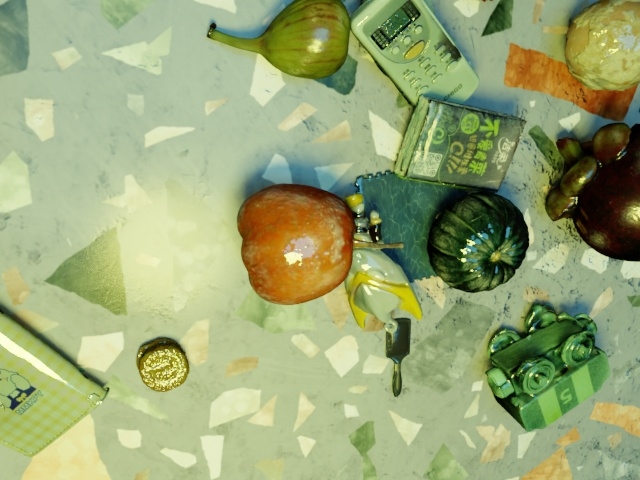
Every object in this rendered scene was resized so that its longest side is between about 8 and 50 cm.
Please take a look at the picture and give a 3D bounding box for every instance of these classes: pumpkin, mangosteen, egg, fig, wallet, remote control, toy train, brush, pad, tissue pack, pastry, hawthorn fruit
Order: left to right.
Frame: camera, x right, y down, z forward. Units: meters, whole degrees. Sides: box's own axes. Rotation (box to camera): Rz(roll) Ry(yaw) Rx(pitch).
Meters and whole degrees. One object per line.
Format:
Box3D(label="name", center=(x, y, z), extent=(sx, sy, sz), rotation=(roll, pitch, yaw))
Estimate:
Box3D(label="wallet", center=(-0.591, 0.260, 1.001), extent=(0.223, 0.077, 0.309), rotation=(-41, 113, -1))
Box3D(label="pastry", center=(-0.318, 0.252, 1.087), extent=(0.109, 0.057, 0.097), rotation=(40, 88, -21))
Box3D(label="fig", center=(-0.074, -0.368, 0.976), extent=(0.259, 0.151, 0.151), rotation=(-5, 104, -11))
Box3D(label="hawthorn fruit", center=(-0.041, -0.005, 1.004), extent=(0.263, 0.235, 0.231), rotation=(-37, 78, 21))
Box3D(label="brush", center=(0.182, 0.275, 1.259), extent=(0.063, 0.016, 0.193), rotation=(-3, 103, -15))
Box3D(label="pad", center=(0.215, -0.034, 1.202), extent=(0.269, 0.012, 0.269), rotation=(-14, 106, -13))
Box3D(label="remote control", center=(0.190, -0.361, 1.055), extent=(0.140, 0.056, 0.296), rotation=(-38, 126, 19))
Box3D(label="tissue pack", center=(0.290, -0.197, 1.125), extent=(0.235, 0.073, 0.173), rotation=(5, 117, -19))
Box3D(label="pumpkin", center=(0.337, 0.006, 1.155), extent=(0.220, 0.162, 0.220), rotation=(-6, 115, -14))
Box3D(label="toy train", center=(0.541, 0.302, 1.303), extent=(0.299, 0.167, 0.238), rotation=(-30, 119, -7))
Box3D(label="egg", center=(0.626, -0.414, 1.142), extent=(0.233, 0.195, 0.195), rotation=(-17, 108, -35))
Box3D(label="mangosteen", center=(0.671, -0.116, 1.186), extent=(0.347, 0.307, 0.307), rotation=(26, 95, 9))

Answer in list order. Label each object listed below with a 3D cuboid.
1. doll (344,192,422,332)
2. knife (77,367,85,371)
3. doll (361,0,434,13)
Box3D(label="doll", center=(0.104, 0.054, 1.135), extent=(0.145, 0.103, 0.316), rotation=(-19, 100, 6))
Box3D(label="knife", center=(-0.512, 0.256, 1.059), extent=(0.091, 0.005, 0.014), rotation=(2, 100, -17))
Box3D(label="doll", center=(0.160, -0.456, 1.057), extent=(0.214, 0.071, 0.103), rotation=(34, 92, -25))
